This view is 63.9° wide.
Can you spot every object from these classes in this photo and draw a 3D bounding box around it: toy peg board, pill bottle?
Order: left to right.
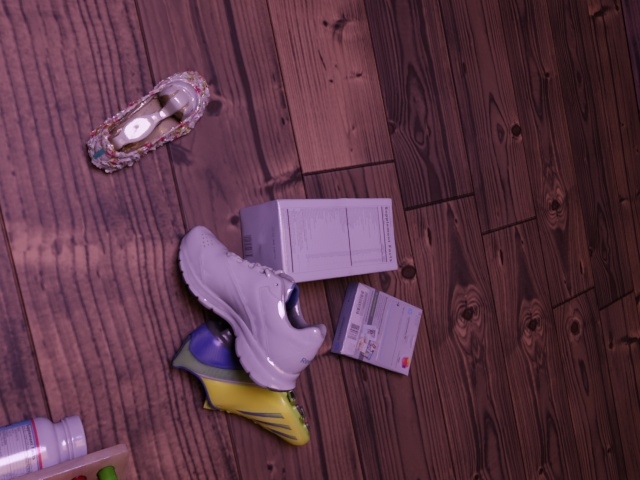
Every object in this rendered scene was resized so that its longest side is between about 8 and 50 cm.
[{"bbox_3d":[-0.386,0.275,0.644,0.160,0.087,0.087,-7,90,-36],"label":"pill bottle"},{"bbox_3d":[-0.319,0.359,0.642,0.161,0.079,0.161,-7,127,-36],"label":"toy peg board"}]

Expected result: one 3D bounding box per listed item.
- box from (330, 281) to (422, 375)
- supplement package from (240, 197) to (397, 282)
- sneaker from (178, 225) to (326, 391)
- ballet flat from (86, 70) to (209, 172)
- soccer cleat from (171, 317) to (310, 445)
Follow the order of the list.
[{"bbox_3d":[0.118,0.181,1.042,0.186,0.038,0.145,24,73,-31],"label":"box"},{"bbox_3d":[0.000,0.000,0.912,0.244,0.134,0.138,-3,88,-35],"label":"supplement package"},{"bbox_3d":[-0.101,0.079,0.780,0.297,0.129,0.111,48,16,18],"label":"sneaker"},{"bbox_3d":[-0.247,-0.188,0.787,0.091,0.077,0.241,51,60,-21],"label":"ballet flat"},{"bbox_3d":[-0.125,0.252,0.848,0.121,0.093,0.289,-39,114,-5],"label":"soccer cleat"}]
